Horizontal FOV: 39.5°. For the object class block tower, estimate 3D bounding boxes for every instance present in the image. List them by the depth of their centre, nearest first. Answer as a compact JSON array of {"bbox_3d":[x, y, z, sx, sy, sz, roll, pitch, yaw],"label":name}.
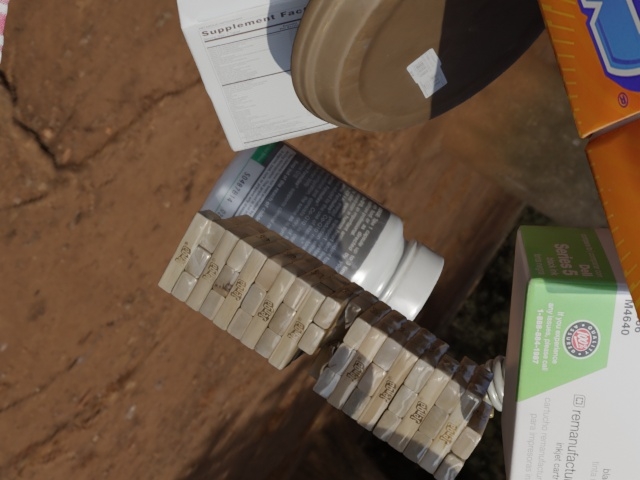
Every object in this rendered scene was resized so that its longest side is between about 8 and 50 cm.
[{"bbox_3d":[0.012,0.091,0.866,0.091,0.335,0.097,-60,168,14],"label":"block tower"}]

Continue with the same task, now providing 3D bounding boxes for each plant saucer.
[{"bbox_3d":[0.104,-0.182,0.716,0.278,0.041,0.278,-28,157,-13],"label":"plant saucer"}]

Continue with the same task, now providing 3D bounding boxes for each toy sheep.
[{"bbox_3d":[0.271,0.213,1.319,0.132,0.091,0.091,-14,-167,24],"label":"toy sheep"}]

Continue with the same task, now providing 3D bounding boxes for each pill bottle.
[{"bbox_3d":[0.000,0.000,1.409,0.204,0.361,0.204,-57,-178,2],"label":"pill bottle"}]

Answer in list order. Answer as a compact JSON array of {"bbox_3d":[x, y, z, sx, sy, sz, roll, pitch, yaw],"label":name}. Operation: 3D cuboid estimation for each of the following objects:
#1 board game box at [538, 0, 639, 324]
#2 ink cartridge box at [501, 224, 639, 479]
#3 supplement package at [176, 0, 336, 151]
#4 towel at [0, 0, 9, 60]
[{"bbox_3d":[0.358,-0.124,0.392,0.356,0.356,0.356,-15,177,-20],"label":"board game box"},{"bbox_3d":[0.287,0.102,0.694,0.115,0.273,0.198,-71,162,-67],"label":"ink cartridge box"},{"bbox_3d":[-0.057,-0.213,0.887,0.139,0.133,0.244,-13,159,0],"label":"supplement package"},{"bbox_3d":[-0.251,-0.188,0.639,0.144,0.029,0.197,-86,-171,-87],"label":"towel"}]
